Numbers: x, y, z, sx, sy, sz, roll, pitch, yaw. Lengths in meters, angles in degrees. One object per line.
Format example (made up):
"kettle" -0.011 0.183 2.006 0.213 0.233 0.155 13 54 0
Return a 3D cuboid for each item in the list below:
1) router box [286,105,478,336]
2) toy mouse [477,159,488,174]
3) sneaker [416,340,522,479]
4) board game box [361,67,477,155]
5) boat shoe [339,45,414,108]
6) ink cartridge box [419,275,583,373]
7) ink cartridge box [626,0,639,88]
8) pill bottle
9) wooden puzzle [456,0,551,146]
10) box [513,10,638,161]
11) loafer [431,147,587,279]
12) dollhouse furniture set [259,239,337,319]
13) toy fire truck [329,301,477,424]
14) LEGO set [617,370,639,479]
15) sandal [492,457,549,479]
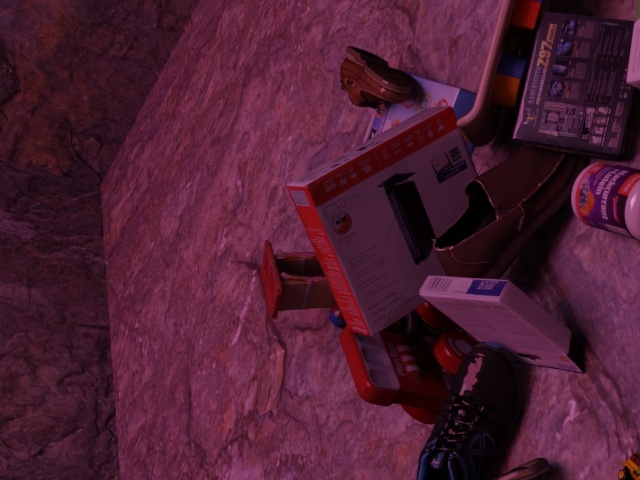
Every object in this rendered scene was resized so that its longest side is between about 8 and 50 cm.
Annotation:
"router box" 0.145 -0.040 1.848 0.082 0.336 0.301 6 124 61
"toy mouse" 0.277 -0.105 1.999 0.143 0.161 0.031 -35 59 4
"sneaker" 0.251 0.343 1.766 0.125 0.140 0.340 19 99 30
"board game box" 0.200 -0.195 2.194 0.302 0.086 0.308 35 107 60
"boat shoe" 0.119 -0.334 2.218 0.307 0.111 0.104 -119 46 -65
"ink cartridge box" 0.312 0.138 1.728 0.223 0.224 0.045 1 56 60
"ink cartridge box" 0.607 -0.334 1.508 0.278 0.117 0.201 -5 73 59
"pill bottle" 0.493 -0.057 1.589 0.193 0.108 0.108 24 98 61
"wooden puzzle" 0.357 -0.343 1.859 0.322 0.081 0.347 8 -78 -76
"box" 0.442 -0.262 1.728 0.184 0.059 0.232 11 86 21
"loafer" 0.330 -0.075 1.784 0.366 0.130 0.134 -54 28 -7
"dollhouse furniture set" 0.000 0.000 2.234 0.374 0.201 0.152 106 157 -44
"toy fire truck" 0.147 0.197 1.927 0.169 0.254 0.302 -56 34 30
"LEGO set" 0.536 0.254 1.188 0.255 0.331 0.192 -111 42 -77
"sandal" 0.295 0.468 1.715 0.086 0.120 0.302 48 125 25
